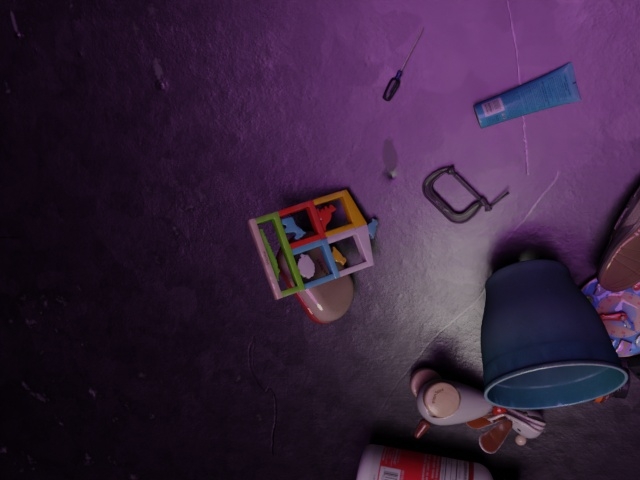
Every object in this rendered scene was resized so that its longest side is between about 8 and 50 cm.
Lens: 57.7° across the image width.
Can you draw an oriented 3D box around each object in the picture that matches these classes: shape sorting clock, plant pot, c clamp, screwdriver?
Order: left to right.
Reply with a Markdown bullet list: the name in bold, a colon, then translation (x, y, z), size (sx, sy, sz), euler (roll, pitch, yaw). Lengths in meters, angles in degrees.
- **screwdriver**: translation (0.178, -0.382, 1.258), size (0.025, 0.024, 0.169), euler (15, 113, -21)
- **c clamp**: translation (0.318, -0.109, 1.313), size (0.161, 0.022, 0.137), euler (38, 119, -1)
- **plant pot**: translation (0.459, 0.190, 1.222), size (0.272, 0.255, 0.271), euler (-2, 147, -1)
- **shape sorting clock**: translation (0.671, 0.165, 1.295), size (0.206, 0.040, 0.206), euler (5, 110, 14)

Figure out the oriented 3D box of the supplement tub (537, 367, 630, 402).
- **supplement tub**: translation (0.594, 0.311, 1.330), size (0.198, 0.106, 0.105), euler (7, 110, 14)

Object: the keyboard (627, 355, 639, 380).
- **keyboard**: translation (0.804, 0.249, 1.200), size (0.201, 0.033, 0.317), euler (46, 140, -20)

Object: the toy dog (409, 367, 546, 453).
- **toy dog**: translation (0.358, 0.436, 1.400), size (0.334, 0.220, 0.160), euler (20, 90, 18)

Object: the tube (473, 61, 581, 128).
- **tube**: translation (0.426, -0.293, 1.207), size (0.207, 0.052, 0.080), euler (-18, 107, 15)

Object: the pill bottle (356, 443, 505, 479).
- **pill bottle**: translation (0.298, 0.664, 1.465), size (0.408, 0.229, 0.228), euler (6, 110, 13)

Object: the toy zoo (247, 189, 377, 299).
- **toy zoo**: translation (0.000, 0.000, 1.343), size (0.293, 0.030, 0.192), euler (-19, 87, -19)

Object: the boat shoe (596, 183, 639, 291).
- **boat shoe**: translation (0.663, -0.026, 1.206), size (0.103, 0.092, 0.285), euler (18, 111, -12)

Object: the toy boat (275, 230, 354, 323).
- **toy boat**: translation (-0.029, 0.099, 1.431), size (0.151, 0.151, 0.231), euler (-25, 101, 52)
